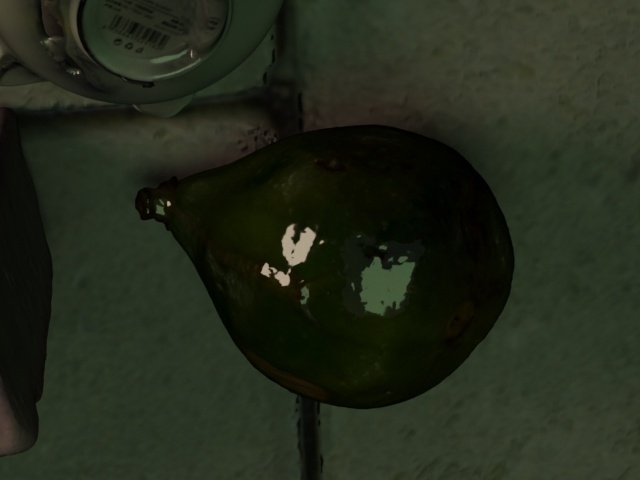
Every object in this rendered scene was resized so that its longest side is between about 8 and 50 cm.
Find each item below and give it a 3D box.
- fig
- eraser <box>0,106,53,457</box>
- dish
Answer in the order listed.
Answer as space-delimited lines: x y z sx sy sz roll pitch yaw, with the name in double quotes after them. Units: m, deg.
0.000 0.000 1.068 0.245 0.195 0.195 28 119 19 "fig"
-0.352 0.060 0.999 0.359 0.272 0.122 -14 118 1 "eraser"
-0.116 -0.148 0.981 0.228 0.086 0.236 -30 131 9 "dish"
